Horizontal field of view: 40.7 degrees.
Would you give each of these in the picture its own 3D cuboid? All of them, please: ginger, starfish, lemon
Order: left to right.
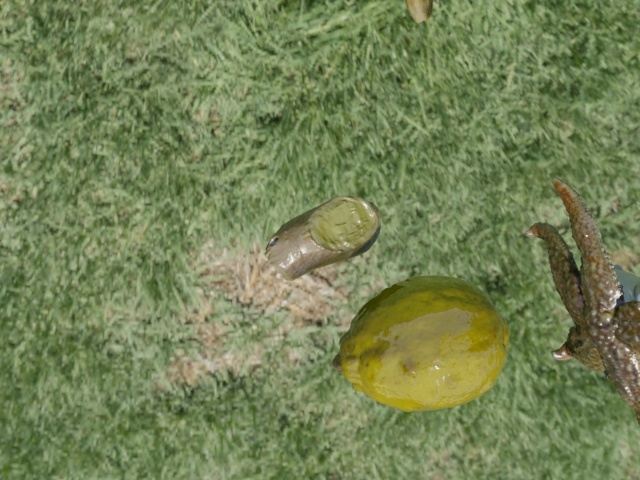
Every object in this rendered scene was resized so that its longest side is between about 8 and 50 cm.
[{"bbox_3d":[0.000,0.000,1.857,0.276,0.130,0.221,-12,163,-31],"label":"ginger"},{"bbox_3d":[0.206,0.200,1.697,0.316,0.285,0.285,21,123,-10],"label":"lemon"},{"bbox_3d":[0.370,0.100,1.069,0.094,0.327,0.374,-23,102,-26],"label":"starfish"}]

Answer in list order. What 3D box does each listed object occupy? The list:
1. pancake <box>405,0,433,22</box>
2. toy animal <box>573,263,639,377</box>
[{"bbox_3d":[0.169,-0.555,1.564,0.057,0.244,0.266,-3,128,14],"label":"pancake"},{"bbox_3d":[0.575,0.098,1.399,0.310,0.247,0.182,-26,100,20],"label":"toy animal"}]
